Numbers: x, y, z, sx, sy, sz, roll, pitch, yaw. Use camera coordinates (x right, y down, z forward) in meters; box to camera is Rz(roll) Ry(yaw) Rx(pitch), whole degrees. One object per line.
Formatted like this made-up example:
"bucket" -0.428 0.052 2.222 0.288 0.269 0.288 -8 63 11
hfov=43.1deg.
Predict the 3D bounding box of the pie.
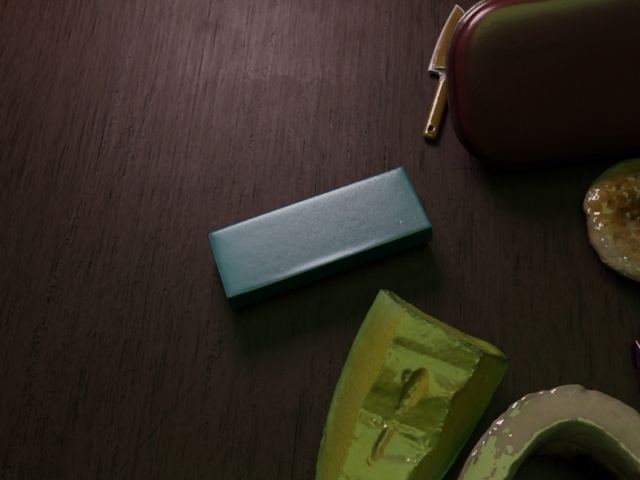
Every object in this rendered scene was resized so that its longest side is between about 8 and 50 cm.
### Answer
"pie" 0.468 -0.035 1.150 0.185 0.052 0.218 26 69 19

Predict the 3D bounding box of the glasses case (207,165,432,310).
"glasses case" 0.000 -0.001 1.158 0.301 0.070 0.117 -19 62 -3

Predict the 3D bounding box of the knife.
"knife" 0.194 -0.271 1.278 0.046 0.022 0.256 13 69 13

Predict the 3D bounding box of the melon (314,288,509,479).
"melon" 0.087 0.237 1.024 0.196 0.124 0.323 26 78 15

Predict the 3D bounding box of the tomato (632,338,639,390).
"tomato" 0.568 0.185 0.989 0.289 0.176 0.335 -7 66 -3

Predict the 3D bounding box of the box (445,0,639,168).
"box" 0.382 -0.242 1.160 0.403 0.108 0.263 -7 103 2

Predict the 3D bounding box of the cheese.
"cheese" 0.311 0.350 0.944 0.332 0.153 0.292 37 75 15
